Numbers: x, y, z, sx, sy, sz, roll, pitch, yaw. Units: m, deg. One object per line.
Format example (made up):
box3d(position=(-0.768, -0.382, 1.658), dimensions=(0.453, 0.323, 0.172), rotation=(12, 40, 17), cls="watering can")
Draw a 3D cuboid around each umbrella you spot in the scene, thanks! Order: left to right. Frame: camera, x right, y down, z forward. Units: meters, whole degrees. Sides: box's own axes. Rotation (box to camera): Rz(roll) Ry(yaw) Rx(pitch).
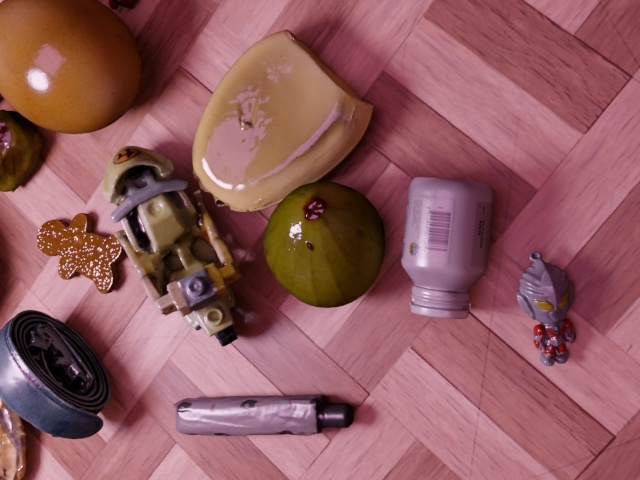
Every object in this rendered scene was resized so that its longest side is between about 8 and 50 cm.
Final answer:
box3d(position=(-0.104, 0.309, 1.512), dimensions=(0.338, 0.067, 0.073), rotation=(-6, 101, 22), cls="umbrella")

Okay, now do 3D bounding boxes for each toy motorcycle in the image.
box3d(position=(-0.259, -0.005, 1.496), dimensions=(0.169, 0.237, 0.410), rotation=(-31, 79, -7), cls="toy motorcycle")

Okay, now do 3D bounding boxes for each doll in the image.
box3d(position=(0.353, 0.104, 1.331), dimensions=(0.094, 0.079, 0.180), rotation=(-11, 93, -7), cls="doll")

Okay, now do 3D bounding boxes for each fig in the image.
box3d(position=(-0.627, -0.178, 1.697), dimensions=(0.144, 0.154, 0.165), rotation=(13, 126, 7), cls="fig")
box3d(position=(0.000, 0.000, 1.389), dimensions=(0.203, 0.225, 0.202), rotation=(-3, 71, 10), cls="fig")

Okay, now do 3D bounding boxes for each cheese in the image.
box3d(position=(-0.089, -0.188, 1.466), dimensions=(0.316, 0.128, 0.259), rotation=(-45, 69, 11), cls="cheese")

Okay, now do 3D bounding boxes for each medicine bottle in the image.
box3d(position=(0.197, 0.012, 1.354), dimensions=(0.135, 0.135, 0.215), rotation=(7, 93, 22), cls="medicine bottle")

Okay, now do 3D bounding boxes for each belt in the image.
box3d(position=(-0.496, 0.251, 1.596), dimensions=(0.116, 0.206, 0.267), rotation=(-44, 87, 16), cls="belt")

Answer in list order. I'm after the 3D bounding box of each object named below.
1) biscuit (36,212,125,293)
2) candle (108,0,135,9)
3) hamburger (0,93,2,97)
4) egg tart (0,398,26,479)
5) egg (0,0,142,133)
box3d(position=(-0.468, 0.015, 1.677), dimensions=(0.205, 0.031, 0.138), rotation=(19, 96, 21), cls="biscuit")
box3d(position=(-0.376, -0.589, 1.625), dimensions=(0.084, 0.059, 0.301), rotation=(7, 95, 10), cls="candle")
box3d(position=(-0.692, -0.319, 1.715), dimensions=(0.262, 0.131, 0.124), rotation=(-35, 43, 24), cls="hamburger")
box3d(position=(-0.749, 0.401, 1.733), dimensions=(0.352, 0.150, 0.351), rotation=(1, 93, 25), cls="egg tart")
box3d(position=(-0.473, -0.331, 1.560), dimensions=(0.323, 0.250, 0.250), rotation=(33, 102, 23), cls="egg")
